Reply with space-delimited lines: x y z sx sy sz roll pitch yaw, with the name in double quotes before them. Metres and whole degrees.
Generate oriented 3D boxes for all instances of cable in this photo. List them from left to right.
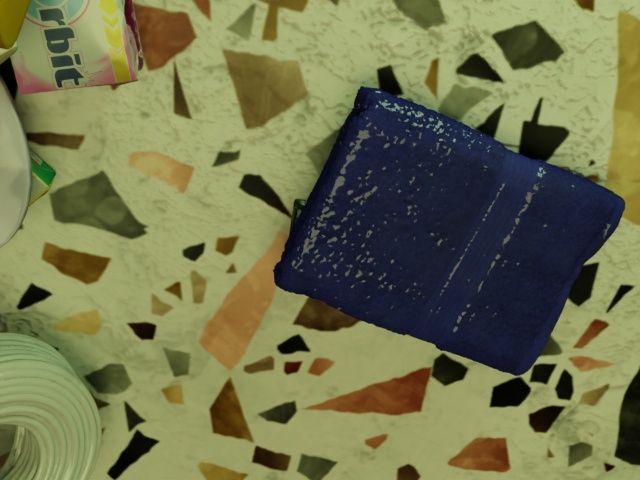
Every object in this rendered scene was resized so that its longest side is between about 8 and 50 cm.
"cable" -0.351 0.220 0.988 0.257 0.089 0.257 -44 135 -22

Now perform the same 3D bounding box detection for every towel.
"towel" 0.128 -0.005 0.970 0.308 0.076 0.227 21 107 -19

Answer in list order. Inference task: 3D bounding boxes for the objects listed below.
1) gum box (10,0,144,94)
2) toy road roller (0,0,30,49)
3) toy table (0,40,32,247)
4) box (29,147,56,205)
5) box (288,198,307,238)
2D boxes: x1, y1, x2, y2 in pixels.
"gum box" -0.227 -0.222 0.840 0.107 0.062 0.188 -6 119 0
"toy road roller" -0.282 -0.310 0.632 0.203 0.329 0.240 12 158 -6
"toy table" -0.358 -0.104 0.800 0.252 0.161 0.274 -40 100 -3
"box" -0.363 -0.041 0.944 0.179 0.043 0.105 -37 115 13
"box" 0.000 0.000 1.003 0.067 0.018 0.083 5 118 -7
